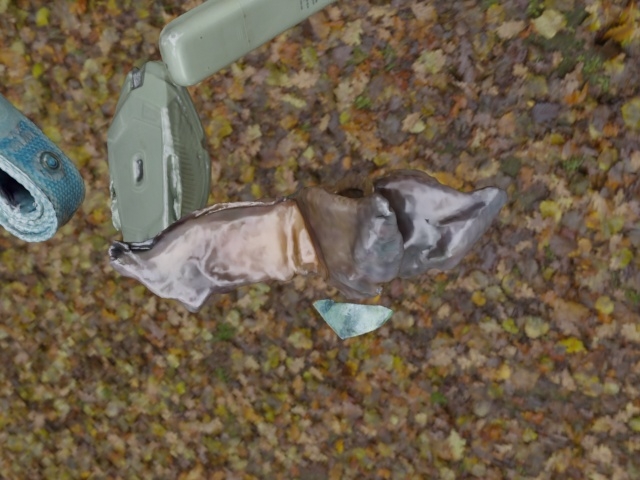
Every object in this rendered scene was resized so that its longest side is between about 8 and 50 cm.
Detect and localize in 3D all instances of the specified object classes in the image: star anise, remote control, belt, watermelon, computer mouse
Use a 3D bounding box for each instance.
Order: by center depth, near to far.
[{"bbox_3d":[0.007,-0.002,0.453,0.208,0.171,0.063,-9,93,33],"label":"star anise"},{"bbox_3d":[-0.348,-0.126,0.746,0.087,0.072,0.302,-29,109,34],"label":"belt"},{"bbox_3d":[-0.069,-0.291,0.997,0.038,0.309,0.090,35,151,33],"label":"remote control"},{"bbox_3d":[0.070,0.162,1.633,0.180,0.094,0.081,0,88,44],"label":"watermelon"},{"bbox_3d":[-0.324,-0.155,1.645,0.228,0.145,0.429,-11,82,44],"label":"computer mouse"}]

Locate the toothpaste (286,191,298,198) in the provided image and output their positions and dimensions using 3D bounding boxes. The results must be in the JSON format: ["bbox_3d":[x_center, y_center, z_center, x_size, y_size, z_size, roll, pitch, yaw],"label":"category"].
[{"bbox_3d":[-0.105,-0.029,1.190,0.204,0.031,0.049,-17,126,3],"label":"toothpaste"}]
